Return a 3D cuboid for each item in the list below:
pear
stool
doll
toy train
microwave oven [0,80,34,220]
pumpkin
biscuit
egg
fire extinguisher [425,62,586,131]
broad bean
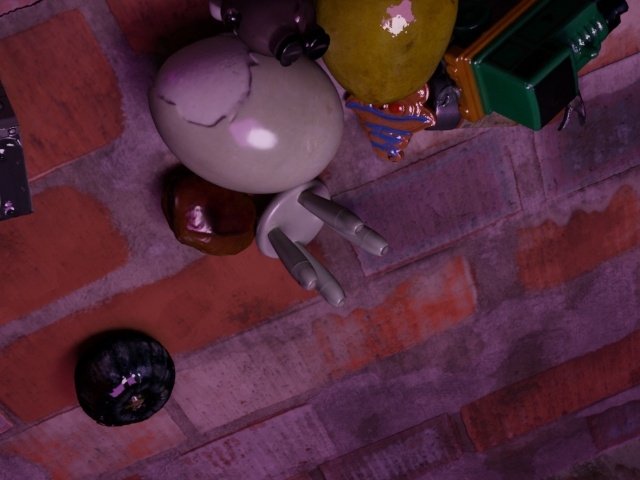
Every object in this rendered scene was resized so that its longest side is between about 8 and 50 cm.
[{"bbox_3d":[0.109,-0.388,1.678,0.253,0.253,0.307,-14,132,-8],"label":"pear"},{"bbox_3d":[0.000,0.000,2.037,0.195,0.198,0.195,-51,151,1],"label":"stool"},{"bbox_3d":[-0.093,-0.381,1.610,0.182,0.257,0.117,-19,140,-38],"label":"doll"},{"bbox_3d":[0.389,-0.362,1.787,0.429,0.249,0.178,-42,139,-13],"label":"toy train"},{"bbox_3d":[-0.651,-0.124,1.660,0.295,0.181,0.237,-16,138,-21],"label":"microwave oven"},{"bbox_3d":[-0.441,0.315,2.243,0.233,0.163,0.233,-21,141,-18],"label":"pumpkin"},{"bbox_3d":[0.133,-0.277,1.899,0.183,0.043,0.280,7,124,17],"label":"biscuit"},{"bbox_3d":[-0.135,-0.227,1.725,0.336,0.278,0.278,15,127,-42],"label":"egg"},{"bbox_3d":[0.385,-0.307,1.979,0.376,0.113,0.200,-3,134,-19],"label":"fire extinguisher"},{"bbox_3d":[-0.220,-0.053,1.990,0.122,0.156,0.228,3,163,39],"label":"broad bean"}]
